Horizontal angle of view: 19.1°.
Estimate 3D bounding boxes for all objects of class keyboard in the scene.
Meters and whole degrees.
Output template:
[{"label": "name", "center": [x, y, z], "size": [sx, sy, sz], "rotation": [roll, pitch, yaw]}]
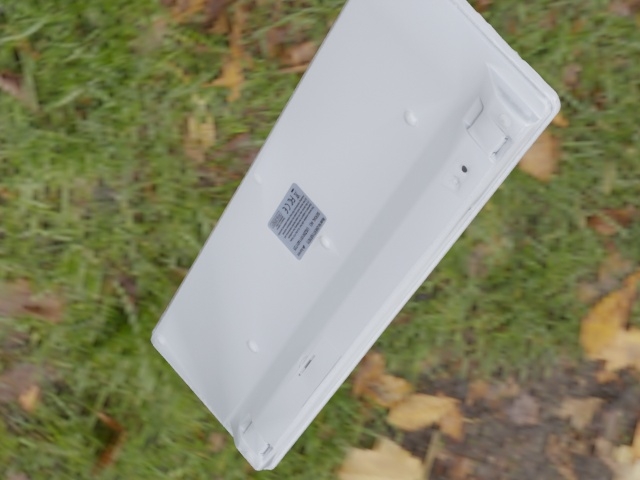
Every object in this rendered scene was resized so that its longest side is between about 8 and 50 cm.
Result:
[{"label": "keyboard", "center": [0.000, 0.000, 0.642], "size": [0.014, 0.256, 0.072], "rotation": [-28, 74, -34]}]
